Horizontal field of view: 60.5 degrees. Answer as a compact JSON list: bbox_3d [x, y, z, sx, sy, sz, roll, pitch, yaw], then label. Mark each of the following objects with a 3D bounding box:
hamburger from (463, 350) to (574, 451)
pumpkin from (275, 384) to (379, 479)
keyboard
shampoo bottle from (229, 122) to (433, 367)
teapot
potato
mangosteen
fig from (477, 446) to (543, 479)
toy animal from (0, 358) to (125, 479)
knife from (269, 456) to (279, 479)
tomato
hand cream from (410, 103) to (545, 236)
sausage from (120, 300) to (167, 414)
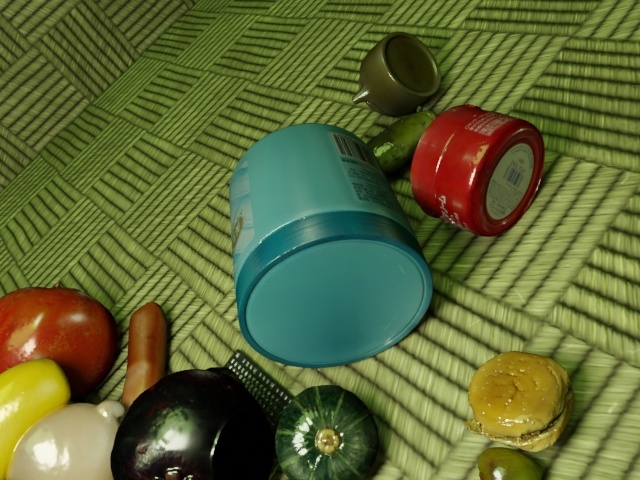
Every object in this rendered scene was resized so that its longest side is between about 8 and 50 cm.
[{"bbox_3d":[0.285,0.229,0.795,0.138,0.083,0.147,-2,35,51],"label":"hamburger"},{"bbox_3d":[0.008,0.318,0.886,0.167,0.167,0.125,-47,2,-9],"label":"pumpkin"},{"bbox_3d":[-0.104,0.314,1.056,0.101,0.018,0.309,-50,43,-11],"label":"keyboard"},{"bbox_3d":[0.000,0.000,1.024,0.331,0.331,0.343,-27,42,12],"label":"shampoo bottle"},{"bbox_3d":[0.185,-0.398,1.373,0.267,0.186,0.175,-29,0,-35],"label":"teapot"},{"bbox_3d":[0.184,-0.227,1.272,0.225,0.090,0.117,-39,35,-11],"label":"potato"},{"bbox_3d":[-0.199,0.341,0.927,0.233,0.287,0.288,-9,50,31],"label":"mangosteen"},{"bbox_3d":[0.263,0.323,0.757,0.088,0.074,0.074,-5,48,2],"label":"fig"},{"bbox_3d":[-0.571,0.398,1.135,0.247,0.345,0.278,128,144,-61],"label":"toy animal"},{"bbox_3d":[-0.166,0.494,0.942,0.293,0.020,0.043,-50,36,-15],"label":"knife"},{"bbox_3d":[-0.664,0.253,1.315,0.325,0.293,0.290,-9,64,22],"label":"tomato"},{"bbox_3d":[0.293,-0.129,1.014,0.149,0.230,0.230,28,73,44],"label":"hand cream"},{"bbox_3d":[-0.394,0.270,1.251,0.089,0.083,0.300,-20,48,11],"label":"sausage"}]
